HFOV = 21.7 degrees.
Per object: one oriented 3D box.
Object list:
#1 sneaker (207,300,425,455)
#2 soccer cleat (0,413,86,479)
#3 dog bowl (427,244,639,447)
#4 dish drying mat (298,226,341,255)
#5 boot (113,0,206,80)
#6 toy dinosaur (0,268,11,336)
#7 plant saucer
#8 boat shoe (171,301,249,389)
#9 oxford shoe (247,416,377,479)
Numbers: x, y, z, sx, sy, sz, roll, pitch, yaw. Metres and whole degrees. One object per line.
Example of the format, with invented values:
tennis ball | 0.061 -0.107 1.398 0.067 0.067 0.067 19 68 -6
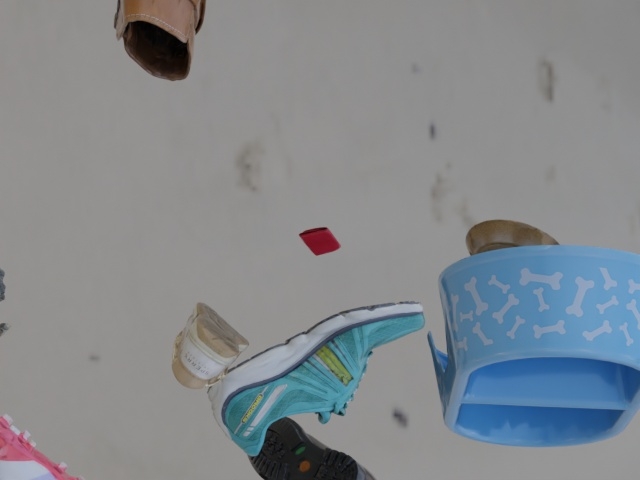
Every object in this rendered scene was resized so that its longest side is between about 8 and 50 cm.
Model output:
sneaker | 0.004 0.154 1.942 0.110 0.275 0.107 61 -10 5
soccer cleat | -0.373 0.332 2.211 0.095 0.083 0.248 -42 119 -3
dog bowl | 0.163 0.086 1.215 0.297 0.166 0.074 90 3 -69
dish drying mat | 0.000 0.000 1.762 0.083 0.032 0.008 52 26 -72
boot | -0.149 -0.281 1.389 0.283 0.109 0.220 65 32 -66
toy dinosaur | -0.405 0.079 1.812 0.118 0.268 0.064 -37 121 -53
plant saucer | 0.154 0.014 1.328 0.083 0.083 0.015 61 41 -46
boat shoe | -0.105 0.097 1.482 0.059 0.063 0.170 -50 179 3
oxford shoe | -0.010 0.288 2.092 0.096 0.227 0.082 38 82 -42
